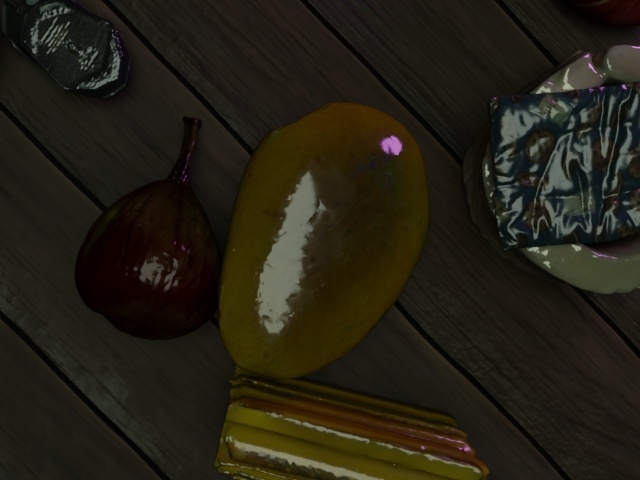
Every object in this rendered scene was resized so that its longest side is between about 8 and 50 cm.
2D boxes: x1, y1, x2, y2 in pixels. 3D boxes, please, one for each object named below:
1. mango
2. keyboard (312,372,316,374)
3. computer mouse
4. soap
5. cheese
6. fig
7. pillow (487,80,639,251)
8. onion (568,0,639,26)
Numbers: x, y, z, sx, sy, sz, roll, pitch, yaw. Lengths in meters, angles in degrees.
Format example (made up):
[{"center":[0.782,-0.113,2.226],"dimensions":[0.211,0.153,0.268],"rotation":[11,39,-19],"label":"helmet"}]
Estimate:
[{"center":[0.000,0.000,0.917],"dimensions":[0.253,0.182,0.365],"rotation":[34,70,-18],"label":"mango"},{"center":[-0.016,0.095,1.027],"dimensions":[0.055,0.014,0.176],"rotation":[11,90,-5],"label":"keyboard"},{"center":[-0.328,-0.258,0.976],"dimensions":[0.192,0.062,0.106],"rotation":[38,89,2],"label":"computer mouse"},{"center":[0.029,0.256,0.942],"dimensions":[0.324,0.204,0.096],"rotation":[15,93,-3],"label":"soap"},{"center":[0.367,-0.102,0.980],"dimensions":[0.292,0.153,0.332],"rotation":[40,89,-4],"label":"cheese"},{"center":[-0.222,-0.019,0.948],"dimensions":[0.190,0.190,0.290],"rotation":[-10,75,-4],"label":"fig"},{"center":[0.330,-0.092,0.886],"dimensions":[0.255,0.034,0.189],"rotation":[-7,93,-3],"label":"pillow"},{"center":[0.418,-0.411,0.985],"dimensions":[0.248,0.161,0.248],"rotation":[3,82,-24],"label":"onion"}]
